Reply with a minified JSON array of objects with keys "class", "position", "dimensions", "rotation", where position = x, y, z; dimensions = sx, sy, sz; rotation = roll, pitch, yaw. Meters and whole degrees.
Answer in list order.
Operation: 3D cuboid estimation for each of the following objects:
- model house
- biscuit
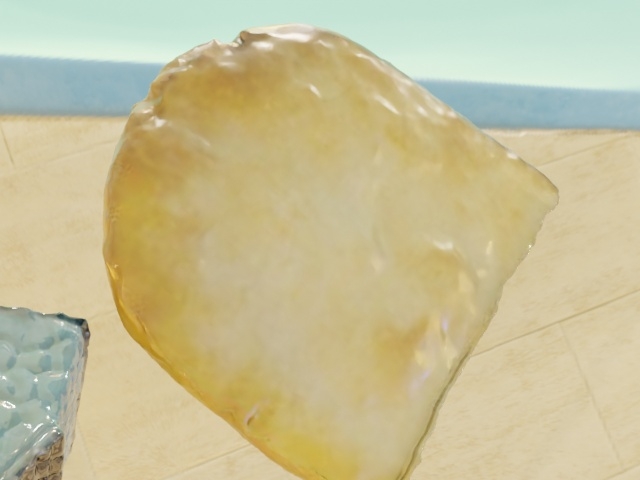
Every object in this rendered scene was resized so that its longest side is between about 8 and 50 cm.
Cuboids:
[{"class":"model house","position":[-0.431,0.292,0.911],"dimensions":[0.298,0.360,0.339],"rotation":[11,45,-15]},{"class":"biscuit","position":[0.000,0.000,0.848],"dimensions":[0.446,0.104,0.429],"rotation":[34,69,-15]}]
